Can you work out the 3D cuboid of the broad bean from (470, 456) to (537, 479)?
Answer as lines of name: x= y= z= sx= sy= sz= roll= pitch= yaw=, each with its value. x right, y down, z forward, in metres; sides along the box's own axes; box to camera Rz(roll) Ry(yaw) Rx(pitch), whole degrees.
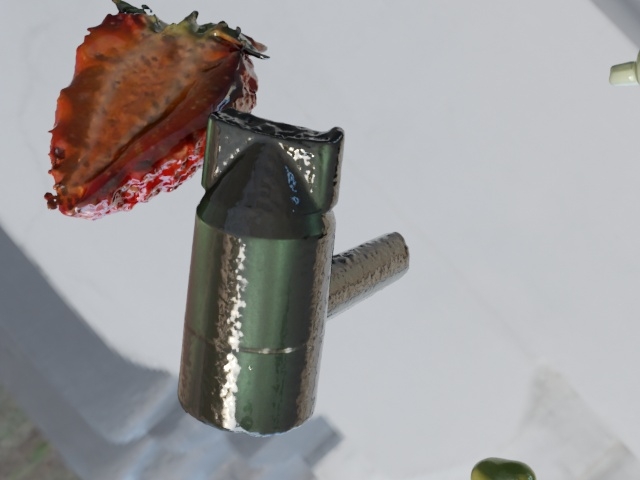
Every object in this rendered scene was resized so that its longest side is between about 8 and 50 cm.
broad bean: x=0.221 y=0.289 z=1.711 sx=0.063 sy=0.083 sz=0.045 roll=-99 pitch=-158 yaw=-52

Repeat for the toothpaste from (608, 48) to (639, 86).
toothpaste: x=0.377 y=-0.159 z=1.214 sx=0.069 sy=0.268 sz=0.047 roll=44 pitch=50 yaw=-45

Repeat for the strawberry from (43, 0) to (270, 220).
strawberry: x=-0.134 y=-0.092 z=1.188 sx=0.098 sy=0.174 sz=0.228 roll=80 pitch=19 yaw=-53

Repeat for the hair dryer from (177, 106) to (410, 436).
hair dryer: x=0.000 y=0.000 z=1.189 sx=0.302 sy=0.116 sz=0.244 roll=-25 pitch=128 yaw=-58
